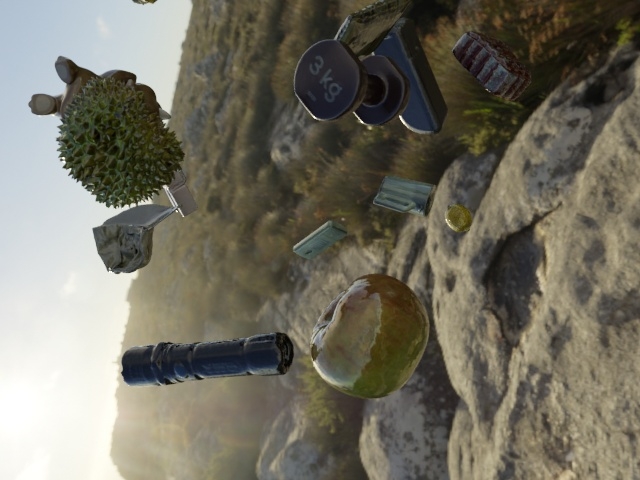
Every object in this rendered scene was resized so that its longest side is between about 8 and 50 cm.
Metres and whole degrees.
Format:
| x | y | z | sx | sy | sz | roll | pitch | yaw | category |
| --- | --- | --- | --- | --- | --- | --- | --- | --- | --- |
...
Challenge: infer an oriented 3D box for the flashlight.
| x | y | z | sx | sy | sz | roll | pitch | yaw | category |
| --- | --- | --- | --- | --- | --- | --- | --- | --- | --- |
| -0.248 | 0.260 | 1.211 | 0.424 | 0.103 | 0.103 | -10 | 60 | 26 | flashlight |

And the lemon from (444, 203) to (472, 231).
| x | y | z | sx | sy | sz | roll | pitch | yaw | category |
| --- | --- | --- | --- | --- | --- | --- | --- | --- | --- |
| 0.460 | -0.072 | 1.867 | 0.111 | 0.082 | 0.082 | 56 | 141 | 21 | lemon |

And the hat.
| x | y | z | sx | sy | sz | roll | pitch | yaw | category |
| --- | --- | --- | --- | --- | --- | --- | --- | --- | --- |
| -0.488 | -0.010 | 1.555 | 0.214 | 0.244 | 0.149 | 4 | 107 | 33 | hat |

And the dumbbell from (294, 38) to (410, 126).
| x | y | z | sx | sy | sz | roll | pitch | yaw | category |
| --- | --- | --- | --- | --- | --- | --- | --- | --- | --- |
| 0.064 | -0.284 | 1.037 | 0.124 | 0.225 | 0.140 | -43 | 75 | 30 | dumbbell |

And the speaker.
| x | y | z | sx | sy | sz | roll | pitch | yaw | category |
| --- | --- | --- | --- | --- | --- | --- | --- | --- | --- |
| 0.239 | -0.506 | 1.747 | 0.184 | 0.388 | 0.180 | -18 | 22 | 29 | speaker |

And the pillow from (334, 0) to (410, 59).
| x | y | z | sx | sy | sz | roll | pitch | yaw | category |
| --- | --- | --- | --- | --- | --- | --- | --- | --- | --- |
| 0.095 | -0.466 | 1.277 | 0.212 | 0.052 | 0.208 | -36 | -3 | -31 | pillow |

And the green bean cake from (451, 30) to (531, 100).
| x | y | z | sx | sy | sz | roll | pitch | yaw | category |
| --- | --- | --- | --- | --- | --- | --- | --- | --- | --- |
| 0.509 | -0.510 | 1.638 | 0.097 | 0.198 | 0.233 | -53 | 51 | 33 | green bean cake |

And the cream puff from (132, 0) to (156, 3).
| x | y | z | sx | sy | sz | roll | pitch | yaw | category |
| --- | --- | --- | --- | --- | --- | --- | --- | --- | --- |
| -0.530 | -0.777 | 1.650 | 0.156 | 0.121 | 0.156 | 31 | 134 | 38 | cream puff |

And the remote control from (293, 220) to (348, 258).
| x | y | z | sx | sy | sz | roll | pitch | yaw | category |
| --- | --- | --- | --- | --- | --- | --- | --- | --- | --- |
| 0.000 | 0.000 | 2.174 | 0.233 | 0.098 | 0.038 | -36 | 41 | 38 | remote control |

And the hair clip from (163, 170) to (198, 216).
| x | y | z | sx | sy | sz | roll | pitch | yaw | category |
| --- | --- | --- | --- | --- | --- | --- | --- | --- | --- |
| -0.515 | -0.239 | 1.891 | 0.101 | 0.085 | 0.331 | 25 | 144 | 55 | hair clip |

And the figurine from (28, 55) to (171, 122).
| x | y | z | sx | sy | sz | roll | pitch | yaw | category |
| --- | --- | --- | --- | --- | --- | --- | --- | --- | --- |
| -0.456 | -0.276 | 1.227 | 0.177 | 0.247 | 0.173 | -44 | 67 | 21 | figurine |

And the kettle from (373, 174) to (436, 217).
| x | y | z | sx | sy | sz | roll | pitch | yaw | category |
| --- | --- | --- | --- | --- | --- | --- | --- | --- | --- |
| 0.247 | -0.123 | 1.644 | 0.127 | 0.148 | 0.098 | -65 | -21 | -18 | kettle |

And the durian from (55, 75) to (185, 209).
| x | y | z | sx | sy | sz | roll | pitch | yaw | category |
| --- | --- | --- | --- | --- | --- | --- | --- | --- | --- |
| -0.370 | -0.164 | 1.025 | 0.176 | 0.200 | 0.237 | -59 | -36 | -34 | durian |

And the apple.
| x | y | z | sx | sy | sz | roll | pitch | yaw | category |
| --- | --- | --- | --- | --- | --- | --- | --- | --- | --- |
| 0.096 | 0.183 | 1.084 | 0.261 | 0.194 | 0.261 | -54 | 5 | 7 | apple |
